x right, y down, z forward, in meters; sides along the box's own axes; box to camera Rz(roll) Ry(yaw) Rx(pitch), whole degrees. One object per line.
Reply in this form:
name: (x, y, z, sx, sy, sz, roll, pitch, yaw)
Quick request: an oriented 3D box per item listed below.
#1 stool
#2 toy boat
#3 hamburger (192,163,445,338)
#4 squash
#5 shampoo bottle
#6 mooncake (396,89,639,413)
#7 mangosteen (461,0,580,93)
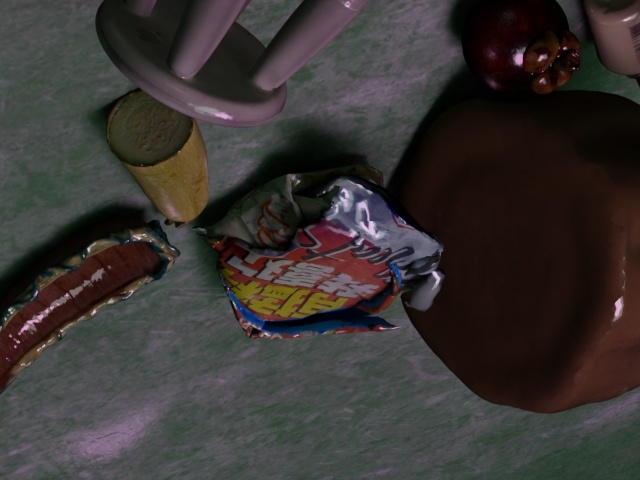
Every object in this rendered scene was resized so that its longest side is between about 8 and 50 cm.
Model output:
stool: (-0.083, -0.236, 1.664, 0.195, 0.195, 0.198, 3, 128, -40)
toy boat: (-0.288, 0.073, 1.985, 0.293, 0.099, 0.108, -39, 146, -1)
hamburger: (0.007, -0.002, 2.090, 0.276, 0.150, 0.260, -20, 135, 26)
squash: (-0.162, -0.069, 1.922, 0.094, 0.094, 0.224, -26, 154, -7)
shampoo bottle: (0.351, -0.239, 2.088, 0.079, 0.079, 0.162, -31, 147, 0)
mooncake: (0.269, 0.008, 2.095, 0.201, 0.378, 0.378, -9, 141, -38)
mangosteen: (0.224, -0.211, 1.975, 0.140, 0.140, 0.140, -21, 145, -15)
